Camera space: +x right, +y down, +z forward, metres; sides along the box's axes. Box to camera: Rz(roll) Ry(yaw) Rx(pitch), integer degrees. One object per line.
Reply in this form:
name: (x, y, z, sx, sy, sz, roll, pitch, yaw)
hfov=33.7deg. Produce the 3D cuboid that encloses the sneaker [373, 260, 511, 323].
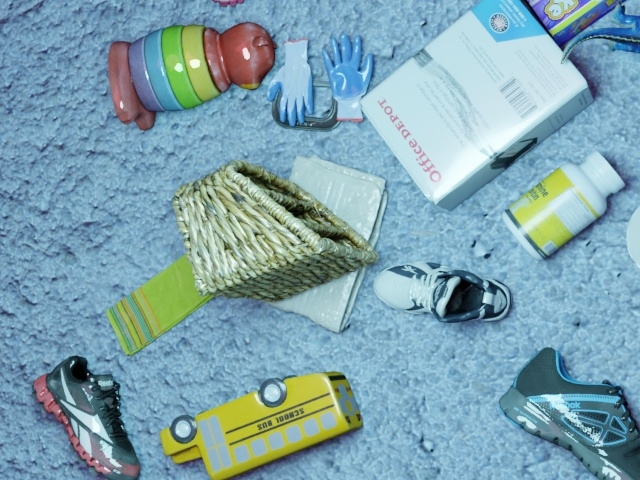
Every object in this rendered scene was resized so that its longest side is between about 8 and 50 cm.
sneaker: (0.186, 0.082, 1.721, 0.234, 0.153, 0.094, 15, 88, 20)

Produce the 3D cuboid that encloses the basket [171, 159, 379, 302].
basket: (-0.067, -0.035, 1.697, 0.223, 0.299, 0.214, -22, 77, 20)

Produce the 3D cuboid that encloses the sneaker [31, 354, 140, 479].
sneaker: (-0.410, 0.322, 1.937, 0.135, 0.097, 0.276, -47, 70, 12)

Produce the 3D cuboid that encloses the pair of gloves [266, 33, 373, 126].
pair of gloves: (-0.003, -0.284, 1.875, 0.198, 0.023, 0.159, 0, 89, 17)

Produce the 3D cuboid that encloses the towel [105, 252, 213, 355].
towel: (-0.289, 0.110, 1.958, 0.237, 0.021, 0.102, -35, 75, 13)

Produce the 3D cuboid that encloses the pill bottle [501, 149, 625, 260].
pill bottle: (0.390, -0.059, 1.690, 0.184, 0.103, 0.103, -39, 73, 11)

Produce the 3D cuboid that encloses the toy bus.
toy bus: (-0.106, 0.321, 1.825, 0.332, 0.108, 0.130, -24, 78, 15)

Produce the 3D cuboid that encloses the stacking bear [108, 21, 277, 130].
stacking bear: (-0.222, -0.315, 1.915, 0.288, 0.175, 0.164, -12, 88, 9)

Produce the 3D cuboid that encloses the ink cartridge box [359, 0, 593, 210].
ink cartridge box: (0.256, -0.229, 1.742, 0.307, 0.129, 0.223, -38, 74, 12)

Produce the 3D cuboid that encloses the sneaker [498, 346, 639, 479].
sneaker: (0.446, 0.295, 1.623, 0.340, 0.125, 0.140, 32, 90, 18)

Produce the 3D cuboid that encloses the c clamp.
c clamp: (-0.012, -0.263, 1.902, 0.160, 0.022, 0.137, 1, 90, 18)

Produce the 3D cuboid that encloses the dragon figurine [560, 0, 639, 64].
dragon figurine: (0.520, -0.309, 1.621, 0.144, 0.289, 0.085, 46, 140, 50)

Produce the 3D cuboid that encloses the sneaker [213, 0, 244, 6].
sneaker: (-0.096, -0.533, 1.909, 0.299, 0.112, 0.121, -35, 74, 12)

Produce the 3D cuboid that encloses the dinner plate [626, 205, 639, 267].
dinner plate: (0.557, -0.007, 1.672, 0.141, 0.017, 0.141, -2, 85, 19)

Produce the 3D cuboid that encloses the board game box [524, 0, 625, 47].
board game box: (0.466, -0.516, 1.725, 0.347, 0.078, 0.233, -35, 74, 13)

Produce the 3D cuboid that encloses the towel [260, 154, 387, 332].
towel: (0.000, 0.000, 1.854, 0.187, 0.049, 0.282, 20, 92, 22)
